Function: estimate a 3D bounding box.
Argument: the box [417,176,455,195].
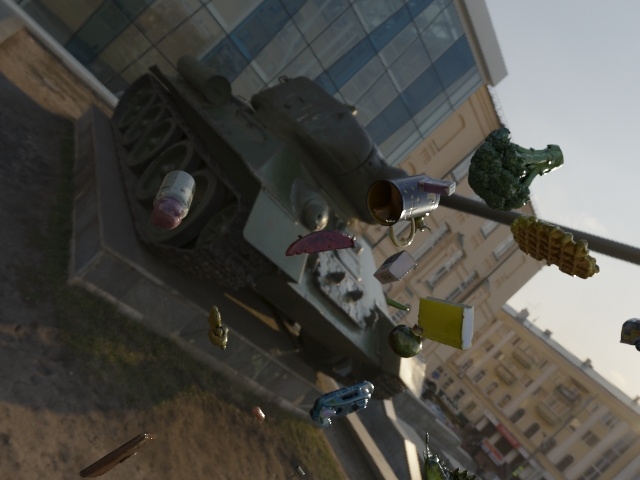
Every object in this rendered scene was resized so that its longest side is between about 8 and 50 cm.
[{"bbox_3d":[0.387,-0.182,1.474,0.117,0.050,0.036,14,-56,34],"label":"box"}]

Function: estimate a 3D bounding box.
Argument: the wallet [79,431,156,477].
[{"bbox_3d":[-0.524,0.564,1.154,0.026,0.176,0.095,53,-12,24],"label":"wallet"}]

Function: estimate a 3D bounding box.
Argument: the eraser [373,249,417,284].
[{"bbox_3d":[0.340,0.131,2.062,0.086,0.130,0.287,45,-13,1],"label":"eraser"}]

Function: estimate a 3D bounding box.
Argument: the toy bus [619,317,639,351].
[{"bbox_3d":[0.803,0.228,1.014,0.190,0.064,0.075,7,-77,57],"label":"toy bus"}]

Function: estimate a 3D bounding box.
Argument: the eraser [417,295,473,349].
[{"bbox_3d":[0.466,0.306,1.656,0.069,0.158,0.226,2,2,-34],"label":"eraser"}]

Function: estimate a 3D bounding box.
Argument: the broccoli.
[{"bbox_3d":[0.581,-0.222,1.336,0.270,0.270,0.270,-16,90,-78],"label":"broccoli"}]

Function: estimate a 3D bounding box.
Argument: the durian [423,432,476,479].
[{"bbox_3d":[0.342,0.637,1.058,0.375,0.132,0.106,56,13,11],"label":"durian"}]

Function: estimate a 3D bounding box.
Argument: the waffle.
[{"bbox_3d":[0.765,0.025,1.461,0.283,0.065,0.309,43,-3,-7],"label":"waffle"}]

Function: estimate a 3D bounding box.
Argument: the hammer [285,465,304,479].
[{"bbox_3d":[-0.116,0.883,1.634,0.036,0.110,0.019,57,-4,-3],"label":"hammer"}]

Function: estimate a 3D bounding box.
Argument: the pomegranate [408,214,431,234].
[{"bbox_3d":[0.448,-0.133,2.066,0.220,0.156,0.156,67,-10,-27],"label":"pomegranate"}]

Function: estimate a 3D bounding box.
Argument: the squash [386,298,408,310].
[{"bbox_3d":[0.295,0.249,1.688,0.089,0.027,0.027,23,-8,21],"label":"squash"}]

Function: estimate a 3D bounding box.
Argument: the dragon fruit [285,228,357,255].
[{"bbox_3d":[0.000,0.000,2.128,0.282,0.343,0.100,-76,157,-85],"label":"dragon fruit"}]

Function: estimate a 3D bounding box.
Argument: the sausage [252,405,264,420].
[{"bbox_3d":[-0.269,0.752,1.912,0.034,0.034,0.083,47,-18,52],"label":"sausage"}]

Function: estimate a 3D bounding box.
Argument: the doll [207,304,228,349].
[{"bbox_3d":[-0.476,0.403,2.062,0.137,0.097,0.210,34,-53,43],"label":"doll"}]

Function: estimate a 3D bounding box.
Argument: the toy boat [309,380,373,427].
[{"bbox_3d":[0.104,0.634,1.694,0.298,0.134,0.092,-2,33,-39],"label":"toy boat"}]

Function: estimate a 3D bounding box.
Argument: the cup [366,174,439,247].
[{"bbox_3d":[0.318,-0.128,1.724,0.256,0.255,0.178,-13,40,-40],"label":"cup"}]

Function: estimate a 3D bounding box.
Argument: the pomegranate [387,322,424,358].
[{"bbox_3d":[0.305,0.356,1.580,0.130,0.130,0.130,47,0,0],"label":"pomegranate"}]

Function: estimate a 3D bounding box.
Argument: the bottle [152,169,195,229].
[{"bbox_3d":[-0.475,-0.126,1.419,0.110,0.110,0.233,47,23,-31],"label":"bottle"}]
